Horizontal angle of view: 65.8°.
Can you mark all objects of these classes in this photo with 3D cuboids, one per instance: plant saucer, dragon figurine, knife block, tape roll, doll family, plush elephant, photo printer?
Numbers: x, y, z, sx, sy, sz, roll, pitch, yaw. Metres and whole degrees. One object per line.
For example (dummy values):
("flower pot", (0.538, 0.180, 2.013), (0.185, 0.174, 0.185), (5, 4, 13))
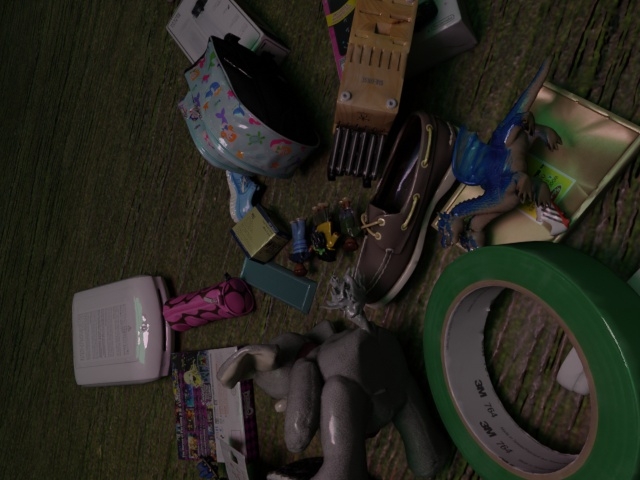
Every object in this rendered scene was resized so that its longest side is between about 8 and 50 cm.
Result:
("plant saucer", (-0.092, 0.082, 0.995), (0.192, 0.018, 0.067), (22, 98, 34))
("dragon figurine", (0.238, -0.114, 0.679), (0.144, 0.085, 0.288), (5, 88, 54))
("knife block", (0.074, -0.231, 0.798), (0.088, 0.242, 0.275), (11, 84, -1))
("tape roll", (0.256, 0.162, 0.614), (0.321, 0.077, 0.320), (23, 117, 60))
("doll family", (0.000, 0.000, 0.895), (0.193, 0.076, 0.111), (-31, 63, 59))
("plush elephant", (-0.004, 0.231, 0.775), (0.256, 0.272, 0.329), (-25, 73, 41))
("photo printer", (-0.473, 0.220, 1.198), (0.308, 0.107, 0.255), (-15, 77, 33))

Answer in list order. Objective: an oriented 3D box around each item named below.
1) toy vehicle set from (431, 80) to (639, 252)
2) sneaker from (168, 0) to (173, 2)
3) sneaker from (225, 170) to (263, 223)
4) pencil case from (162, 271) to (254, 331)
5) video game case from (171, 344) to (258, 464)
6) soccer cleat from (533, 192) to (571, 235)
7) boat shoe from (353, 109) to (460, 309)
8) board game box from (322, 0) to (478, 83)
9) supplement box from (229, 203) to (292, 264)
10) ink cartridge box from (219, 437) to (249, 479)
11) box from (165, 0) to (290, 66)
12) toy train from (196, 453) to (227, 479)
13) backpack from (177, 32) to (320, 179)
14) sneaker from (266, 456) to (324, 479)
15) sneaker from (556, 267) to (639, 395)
("toy vehicle set", (0.305, -0.079, 0.717), (0.166, 0.035, 0.266), (44, 110, 30))
("sneaker", (-0.306, -0.643, 1.175), (0.292, 0.110, 0.118), (12, 100, 44))
("sneaker", (-0.152, -0.115, 1.043), (0.073, 0.063, 0.161), (-10, 84, 17))
("pencil case", (-0.245, 0.137, 1.048), (0.209, 0.098, 0.095), (-22, 90, 34))
("video game case", (-0.230, 0.346, 1.052), (0.210, 0.042, 0.231), (-15, 77, 33))
("soccer cleat", (0.304, -0.044, 0.674), (0.036, 0.029, 0.083), (-38, 70, 22))
("boat shoe", (0.119, -0.045, 0.789), (0.324, 0.097, 0.116), (-65, 31, 11))
("board game box", (0.116, -0.434, 0.851), (0.224, 0.098, 0.303), (-19, 74, 32))
("supplement box", (-0.119, -0.012, 0.990), (0.083, 0.056, 0.083), (-44, 62, 10))
("ink cartridge box", (-0.127, 0.458, 0.913), (0.145, 0.045, 0.179), (-15, 88, 60))
("box", (-0.210, -0.443, 1.088), (0.169, 0.087, 0.290), (-49, 60, 21))
("toy train", (-0.198, 0.498, 0.989), (0.158, 0.036, 0.027), (50, 125, 6))
("backpack", (-0.130, -0.227, 0.925), (0.191, 0.225, 0.253), (-47, 59, 24))
("sneaker", (0.039, 0.460, 0.797), (0.330, 0.130, 0.147), (8, 87, 36))
("sneaker", (0.428, 0.110, 0.568), (0.169, 0.108, 0.292), (45, 110, 33))
